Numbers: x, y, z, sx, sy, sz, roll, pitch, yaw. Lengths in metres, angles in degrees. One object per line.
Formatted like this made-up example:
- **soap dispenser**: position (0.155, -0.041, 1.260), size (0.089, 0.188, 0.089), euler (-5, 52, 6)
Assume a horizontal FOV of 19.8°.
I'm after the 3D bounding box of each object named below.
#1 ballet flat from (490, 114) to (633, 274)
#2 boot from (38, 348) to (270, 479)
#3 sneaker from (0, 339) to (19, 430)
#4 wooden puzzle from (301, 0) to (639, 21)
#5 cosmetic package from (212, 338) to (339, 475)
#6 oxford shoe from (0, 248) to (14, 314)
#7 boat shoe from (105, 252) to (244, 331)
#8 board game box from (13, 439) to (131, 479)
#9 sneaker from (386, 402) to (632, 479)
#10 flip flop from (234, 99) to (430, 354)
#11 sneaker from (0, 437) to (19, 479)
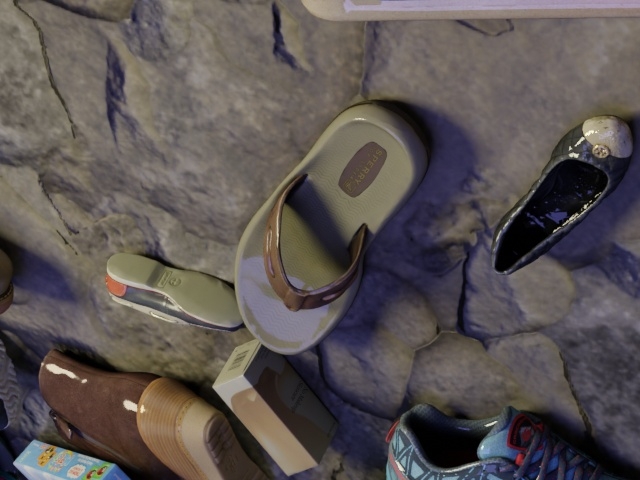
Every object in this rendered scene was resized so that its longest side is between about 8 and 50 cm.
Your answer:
- **ballet flat**: position (0.186, -0.031, 1.400), size (0.057, 0.049, 0.173), euler (32, 133, -2)
- **boot**: position (-0.156, 0.215, 1.760), size (0.207, 0.090, 0.248), euler (16, 137, 32)
- **sneaker**: position (-0.407, 0.114, 1.761), size (0.235, 0.094, 0.153), euler (43, 128, -11)
- **wooden puzzle**: position (0.108, -0.279, 1.217), size (0.348, 0.080, 0.322), euler (5, 128, 22)
- **cosmetic package**: position (-0.039, 0.149, 1.646), size (0.041, 0.060, 0.115), euler (-24, 115, 37)
- **oxford shoe**: position (-0.440, -0.057, 1.621), size (0.397, 0.140, 0.146), euler (26, 109, -12)
- **boat shoe**: position (-0.128, 0.053, 1.618), size (0.137, 0.049, 0.043), euler (20, 135, 13)
- **board game box**: position (-0.197, 0.268, 1.764), size (0.160, 0.039, 0.211), euler (49, 160, -20)
- **sneaker**: position (0.174, 0.206, 1.563), size (0.262, 0.104, 0.125), euler (8, 127, 19)
- **flip flop**: position (0.000, 0.000, 1.492), size (0.112, 0.080, 0.277), euler (33, 133, -3)
- **sneaker**: position (-0.391, 0.275, 1.878), size (0.178, 0.124, 0.295), euler (20, 132, 22)
